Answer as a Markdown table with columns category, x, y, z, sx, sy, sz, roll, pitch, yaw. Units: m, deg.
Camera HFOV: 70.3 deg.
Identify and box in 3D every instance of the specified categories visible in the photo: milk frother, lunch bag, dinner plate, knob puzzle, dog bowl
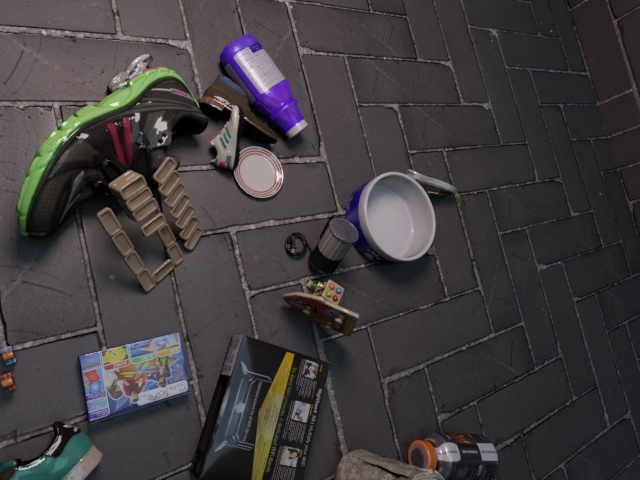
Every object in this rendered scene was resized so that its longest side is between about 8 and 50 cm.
| category | x | y | z | sx | sy | sz | roll | pitch | yaw |
| --- | --- | --- | --- | --- | --- | --- | --- | --- | --- |
| milk frother | 0.000 | 0.000 | 1.186 | 0.143 | 0.134 | 0.129 | 0 | 48 | -33 |
| lunch bag | 0.166 | 0.634 | 1.039 | 0.213 | 0.305 | 0.256 | -6 | 83 | -32 |
| dinner plate | -0.164 | -0.179 | 1.201 | 0.141 | 0.017 | 0.141 | 7 | 75 | -28 |
| knob puzzle | -0.009 | 0.182 | 1.118 | 0.213 | 0.213 | 0.030 | 35 | 64 | -20 |
| dog bowl | 0.208 | -0.062 | 1.343 | 0.265 | 0.104 | 0.264 | 7 | 75 | -30 |

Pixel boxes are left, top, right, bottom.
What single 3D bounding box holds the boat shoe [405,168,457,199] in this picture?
| category | x | y | z | sx | sy | sz | roll | pitch | yaw |
| --- | --- | --- | --- | --- | --- | --- | --- | --- | --- |
| boat shoe | 0.353 | -0.173 | 1.481 | 0.219 | 0.078 | 0.070 | 12 | 107 | -32 |

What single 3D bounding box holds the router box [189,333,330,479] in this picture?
| category | x | y | z | sx | sy | sz | roll | pitch | yaw |
| --- | --- | --- | --- | --- | --- | --- | --- | --- | --- |
| router box | -0.129 | 0.400 | 1.049 | 0.243 | 0.081 | 0.308 | 25 | 67 | -23 |

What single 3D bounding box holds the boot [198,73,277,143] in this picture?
| category | x | y | z | sx | sy | sz | roll | pitch | yaw |
| --- | --- | --- | --- | --- | --- | --- | --- | --- | --- |
| boot | -0.196 | -0.341 | 1.182 | 0.219 | 0.082 | 0.106 | 26 | 69 | -21 |

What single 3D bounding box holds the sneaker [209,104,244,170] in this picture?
| category | x | y | z | sx | sy | sz | roll | pitch | yaw |
| --- | --- | --- | --- | --- | --- | --- | --- | --- | --- |
| sneaker | -0.235 | -0.256 | 1.119 | 0.075 | 0.057 | 0.161 | 11 | 110 | 1 |

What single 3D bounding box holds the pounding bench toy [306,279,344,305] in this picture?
| category | x | y | z | sx | sy | sz | roll | pitch | yaw |
| --- | --- | --- | --- | --- | --- | --- | --- | --- | --- |
| pounding bench toy | 0.010 | 0.133 | 1.203 | 0.083 | 0.065 | 0.052 | 35 | 64 | -19 |

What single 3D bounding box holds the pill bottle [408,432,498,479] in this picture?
| category | x | y | z | sx | sy | sz | roll | pitch | yaw |
| --- | --- | --- | --- | --- | --- | --- | --- | --- | --- |
| pill bottle | 0.364 | 0.606 | 1.265 | 0.246 | 0.130 | 0.130 | 15 | 72 | -28 |

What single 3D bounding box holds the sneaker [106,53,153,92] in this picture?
| category | x | y | z | sx | sy | sz | roll | pitch | yaw |
| --- | --- | --- | --- | --- | --- | --- | --- | --- | --- |
| sneaker | -0.438 | -0.384 | 1.073 | 0.058 | 0.052 | 0.135 | 46 | 67 | -25 |

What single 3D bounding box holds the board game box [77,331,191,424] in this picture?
| category | x | y | z | sx | sy | sz | roll | pitch | yaw |
| --- | --- | --- | --- | --- | --- | --- | --- | --- | --- |
| board game box | -0.385 | 0.282 | 0.952 | 0.201 | 0.035 | 0.136 | -8 | 83 | -32 |

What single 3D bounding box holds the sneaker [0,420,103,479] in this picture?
| category | x | y | z | sx | sy | sz | roll | pitch | yaw |
| --- | --- | --- | --- | --- | --- | --- | --- | --- | --- |
| sneaker | -0.542 | 0.453 | 0.783 | 0.121 | 0.108 | 0.302 | 53 | 51 | -9 |

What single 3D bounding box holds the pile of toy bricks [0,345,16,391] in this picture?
| category | x | y | z | sx | sy | sz | roll | pitch | yaw |
| --- | --- | --- | --- | --- | --- | --- | --- | --- | --- |
| pile of toy bricks | -0.615 | 0.196 | 0.794 | 0.118 | 0.105 | 0.212 | -21 | 90 | -33 |

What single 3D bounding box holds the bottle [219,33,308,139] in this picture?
| category | x | y | z | sx | sy | sz | roll | pitch | yaw |
| --- | --- | --- | --- | --- | --- | --- | --- | --- | --- |
| bottle | -0.143 | -0.405 | 1.221 | 0.118 | 0.092 | 0.283 | -45 | 102 | -30 |

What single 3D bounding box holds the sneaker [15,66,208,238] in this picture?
| category | x | y | z | sx | sy | sz | roll | pitch | yaw |
| --- | --- | --- | --- | --- | --- | --- | --- | --- | --- |
| sneaker | -0.416 | -0.177 | 0.954 | 0.202 | 0.185 | 0.483 | 43 | 62 | -11 |

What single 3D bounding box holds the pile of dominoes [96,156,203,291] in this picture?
| category | x | y | z | sx | sy | sz | roll | pitch | yaw |
| --- | --- | --- | --- | --- | --- | --- | --- | --- | --- |
| pile of dominoes | -0.359 | -0.037 | 0.975 | 0.196 | 0.040 | 0.251 | -47 | 146 | -32 |
